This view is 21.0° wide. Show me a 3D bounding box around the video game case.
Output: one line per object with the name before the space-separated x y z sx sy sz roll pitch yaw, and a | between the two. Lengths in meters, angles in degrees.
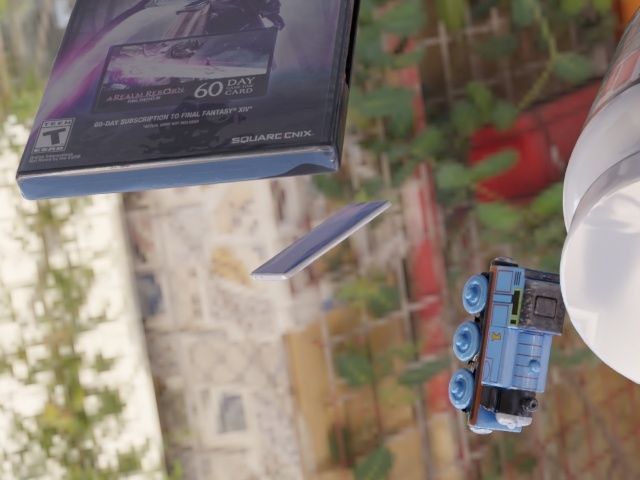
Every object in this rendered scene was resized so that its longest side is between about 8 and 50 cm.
video game case | -0.073 -0.130 1.112 0.196 0.026 0.274 -5 -138 11

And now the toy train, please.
toy train | 0.190 0.108 1.752 0.080 0.184 0.105 11 176 -31

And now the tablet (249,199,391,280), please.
tablet | 0.000 0.000 1.025 0.083 0.006 0.054 -35 -166 -22

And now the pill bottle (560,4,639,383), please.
pill bottle | 0.293 -0.056 1.265 0.210 0.210 0.363 -4 -154 23
